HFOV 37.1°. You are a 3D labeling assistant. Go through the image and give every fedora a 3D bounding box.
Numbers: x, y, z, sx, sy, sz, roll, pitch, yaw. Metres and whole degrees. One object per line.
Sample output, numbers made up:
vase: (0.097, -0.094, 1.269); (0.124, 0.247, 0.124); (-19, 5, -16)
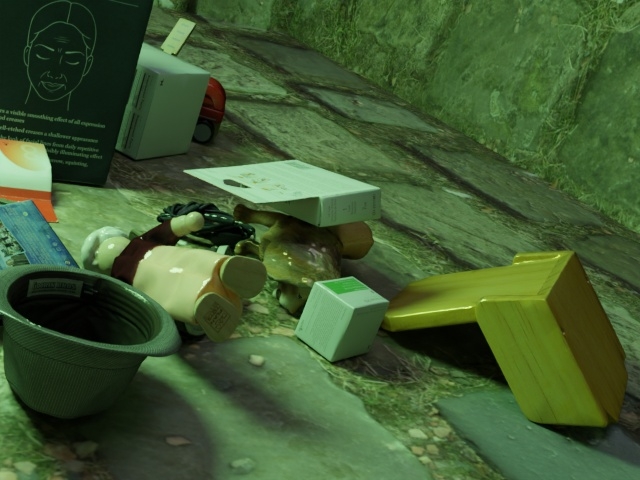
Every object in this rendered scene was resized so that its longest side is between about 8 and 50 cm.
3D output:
fedora: (-0.296, 0.128, 1.135); (0.243, 0.124, 0.275); (16, 11, -16)

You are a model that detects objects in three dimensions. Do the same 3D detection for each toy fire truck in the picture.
toy fire truck: (-0.321, -0.387, 2.286); (0.217, 0.246, 0.158); (16, 20, -10)

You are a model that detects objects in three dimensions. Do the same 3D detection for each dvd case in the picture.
dvd case: (-0.446, 0.036, 1.256); (0.253, 0.022, 0.180); (-17, 61, -48)

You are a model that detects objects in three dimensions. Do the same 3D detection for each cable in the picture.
cable: (-0.216, -0.039, 1.766); (0.184, 0.047, 0.150); (8, 23, -27)

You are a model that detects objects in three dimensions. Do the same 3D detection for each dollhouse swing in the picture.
dollhouse swing: (0.321, 0.185, 1.668); (0.315, 0.305, 0.347); (63, 24, -2)

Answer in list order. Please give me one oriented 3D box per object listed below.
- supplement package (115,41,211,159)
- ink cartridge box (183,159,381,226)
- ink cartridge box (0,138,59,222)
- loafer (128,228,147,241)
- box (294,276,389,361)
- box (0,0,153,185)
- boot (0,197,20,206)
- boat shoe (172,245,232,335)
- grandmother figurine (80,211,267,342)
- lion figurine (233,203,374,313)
supplement package: (-0.422, -0.324, 2.097); (0.262, 0.198, 0.199); (27, 20, 21)
ink cartridge box: (-0.070, -0.079, 1.628); (0.239, 0.060, 0.275); (-10, 19, -31)
ink cartridge box: (-0.524, -0.107, 1.607); (0.145, 0.045, 0.179); (6, 35, -35)
loafer: (-0.261, 0.020, 1.555); (0.050, 0.056, 0.148); (-7, 33, -40)
box: (0.034, 0.122, 1.497); (0.087, 0.102, 0.101); (35, 23, 31)
box: (-0.512, -0.331, 1.739); (0.293, 0.395, 0.212); (6, 24, -35)
boot: (-0.475, 0.004, 1.395); (0.189, 0.076, 0.208); (5, 31, -30)
boat shoe: (-0.191, 0.076, 1.451); (0.068, 0.081, 0.228); (0, 24, 10)
grandmother figurine: (-0.234, 0.051, 1.346); (0.342, 0.208, 0.104); (16, -32, 46)
lion figurine: (0.000, 0.000, 1.709); (0.240, 0.142, 0.392); (14, 23, 30)
